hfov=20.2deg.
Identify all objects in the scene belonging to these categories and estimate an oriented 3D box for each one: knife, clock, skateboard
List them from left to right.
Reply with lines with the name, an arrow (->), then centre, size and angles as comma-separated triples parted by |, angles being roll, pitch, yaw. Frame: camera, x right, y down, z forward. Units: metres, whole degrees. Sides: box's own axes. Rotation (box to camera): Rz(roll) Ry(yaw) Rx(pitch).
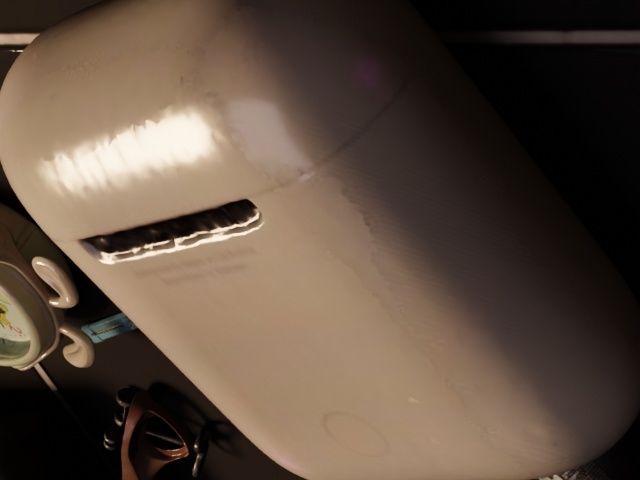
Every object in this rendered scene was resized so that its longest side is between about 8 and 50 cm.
clock -> -0.246, 0.027, 1.300 | 0.191, 0.062, 0.151 | 17, 144, 21
knife -> -0.149, 0.063, 1.314 | 0.027, 0.010, 0.096 | 45, 145, -19
skateboard -> -0.129, 0.173, 1.404 | 0.080, 0.067, 0.151 | 17, 141, 7

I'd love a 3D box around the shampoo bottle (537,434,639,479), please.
shampoo bottle -> 0.199, 0.169, 1.116 | 0.207, 0.063, 0.057 | 40, 156, -12

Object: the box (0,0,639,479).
box -> -0.001, 0.001, 0.987 | 0.288, 0.141, 0.349 | -11, 128, 48

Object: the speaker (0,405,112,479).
speaker -> -0.198, 0.277, 1.545 | 0.180, 0.184, 0.388 | -5, 121, 42
